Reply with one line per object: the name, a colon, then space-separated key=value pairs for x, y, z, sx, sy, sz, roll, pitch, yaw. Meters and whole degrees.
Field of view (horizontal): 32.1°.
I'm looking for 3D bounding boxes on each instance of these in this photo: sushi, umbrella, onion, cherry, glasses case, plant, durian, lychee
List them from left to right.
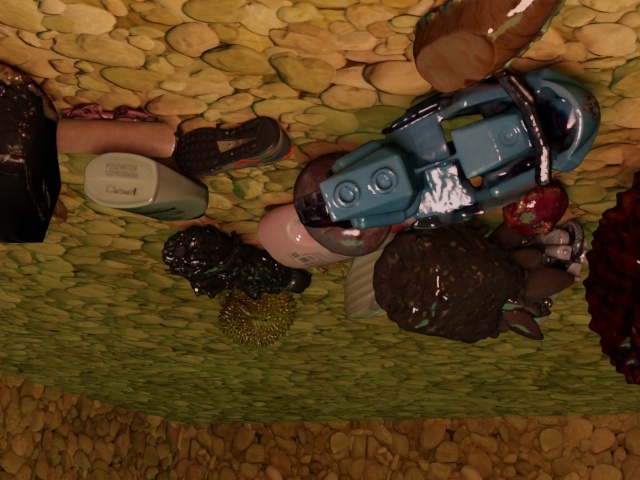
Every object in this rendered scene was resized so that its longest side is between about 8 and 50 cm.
sushi: x=-0.474 y=-0.143 z=1.478 sx=0.227 sy=0.213 sz=0.215 roll=7 pitch=148 yaw=4
glasses case: x=-0.301 y=-0.163 z=1.620 sx=0.193 sy=0.070 sz=0.102 roll=3 pitch=-171 yaw=0
umbrella: x=-0.161 y=0.060 z=2.140 sx=0.154 sy=0.128 sz=0.336 roll=-7 pitch=162 yaw=31
durian: x=-0.135 y=0.153 z=2.341 sx=0.146 sy=0.159 sz=0.198 roll=26 pitch=153 yaw=-36
cherry: x=0.036 y=-0.053 z=1.710 sx=0.176 sy=0.140 sz=0.176 roll=43 pitch=173 yaw=7
plant: x=0.251 y=0.066 z=1.769 sx=0.320 sy=0.194 sz=0.182 roll=-2 pitch=135 yaw=-37
onion: x=0.335 y=-0.050 z=1.734 sx=0.107 sy=0.097 sz=0.107 roll=-11 pitch=150 yaw=-7
lychee: x=0.570 y=0.059 z=1.529 sx=0.424 sy=0.425 sz=0.500 roll=-6 pitch=180 yaw=28

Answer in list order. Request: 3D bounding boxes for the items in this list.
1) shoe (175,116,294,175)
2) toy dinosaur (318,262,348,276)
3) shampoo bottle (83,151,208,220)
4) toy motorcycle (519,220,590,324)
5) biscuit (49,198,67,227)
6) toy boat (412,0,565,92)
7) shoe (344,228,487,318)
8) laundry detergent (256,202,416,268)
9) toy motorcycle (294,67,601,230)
shoe: x=-0.126 y=-0.129 z=1.649 sx=0.194 sy=0.074 sz=0.077 roll=-10 pitch=162 yaw=32
toy dinosaur: x=0.000 y=0.000 z=2.055 sx=0.142 sy=0.057 sz=0.212 roll=25 pitch=148 yaw=-1
shampoo bottle: x=-0.241 y=-0.073 z=1.686 sx=0.134 sy=0.078 sz=0.359 roll=3 pitch=177 yaw=6
toy motorcycle: x=0.381 y=0.064 z=1.939 sx=0.110 sy=0.171 sz=0.260 roll=10 pitch=163 yaw=-20
biscuit: x=-0.542 y=-0.063 z=1.961 sx=0.183 sy=0.061 sz=0.118 roll=-1 pitch=159 yaw=11
toy boat: x=0.186 y=-0.238 z=1.215 sx=0.108 sy=0.099 sz=0.293 roll=37 pitch=154 yaw=-11
shoe: x=0.182 y=0.062 z=2.058 sx=0.160 sy=0.132 sz=0.363 roll=11 pitch=155 yaw=-25
laundry detergent: x=0.048 y=-0.030 z=1.871 sx=0.335 sy=0.088 sz=0.159 roll=-16 pitch=142 yaw=43
toy motorcycle: x=0.172 y=-0.112 z=1.368 sx=0.415 sy=0.172 sz=0.232 roll=-18 pitch=180 yaw=-13
